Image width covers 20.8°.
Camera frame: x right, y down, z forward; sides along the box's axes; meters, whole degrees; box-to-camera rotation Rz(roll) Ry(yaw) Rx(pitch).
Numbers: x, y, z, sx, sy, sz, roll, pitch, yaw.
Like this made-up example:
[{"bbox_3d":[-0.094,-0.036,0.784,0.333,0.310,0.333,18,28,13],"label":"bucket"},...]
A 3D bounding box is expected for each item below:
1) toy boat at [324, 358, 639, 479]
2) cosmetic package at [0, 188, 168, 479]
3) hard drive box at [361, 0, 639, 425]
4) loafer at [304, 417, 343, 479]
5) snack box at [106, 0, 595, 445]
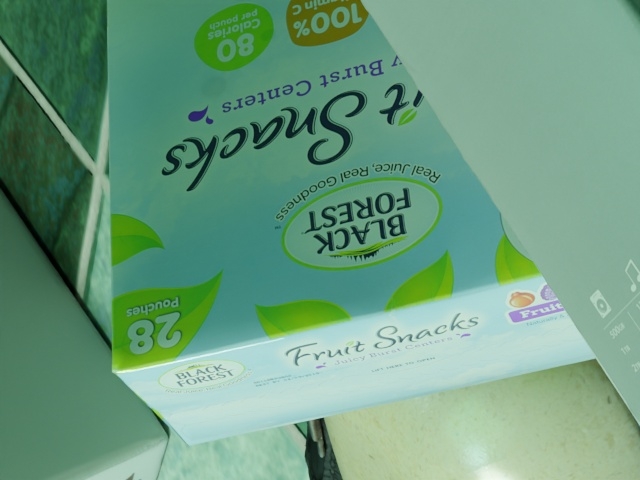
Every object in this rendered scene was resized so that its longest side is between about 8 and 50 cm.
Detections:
[{"bbox_3d":[0.133,0.123,0.642,0.318,0.148,0.267,39,155,46],"label":"toy boat"},{"bbox_3d":[-0.305,0.066,1.262,0.453,0.161,0.230,51,144,27],"label":"cosmetic package"},{"bbox_3d":[0.131,-0.057,0.494,0.232,0.181,0.089,58,146,18],"label":"hard drive box"},{"bbox_3d":[0.000,0.000,0.785,0.109,0.095,0.302,-108,18,-50],"label":"loafer"},{"bbox_3d":[0.018,-0.050,0.596,0.070,0.174,0.207,54,-154,-56],"label":"snack box"}]
